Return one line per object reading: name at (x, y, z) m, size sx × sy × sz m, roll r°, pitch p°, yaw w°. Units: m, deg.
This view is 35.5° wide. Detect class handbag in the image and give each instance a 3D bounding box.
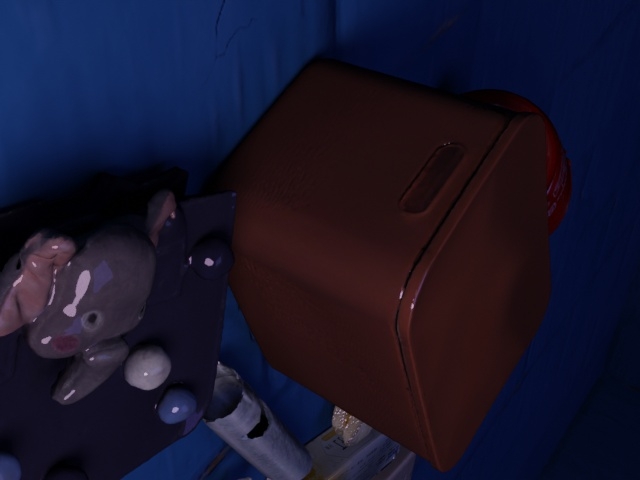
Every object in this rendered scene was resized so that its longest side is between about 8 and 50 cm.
handbag at (-0.180, 0.078, 0.688) m, size 0.325 × 0.118 × 0.269 m, roll -32°, pitch 140°, yaw -54°

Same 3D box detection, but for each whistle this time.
whistle at (-0.070, 0.213, 1.103) m, size 0.062 × 0.062 × 0.312 m, roll -57°, pitch 156°, yaw -16°

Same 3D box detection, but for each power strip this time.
power strip at (0.065, 0.410, 1.546) m, size 0.338 × 0.058 × 0.098 m, roll -25°, pitch 130°, yaw -61°

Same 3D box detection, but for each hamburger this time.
hamburger at (0.055, 0.224, 1.364) m, size 0.084 × 0.054 × 0.121 m, roll 48°, pitch 58°, yaw -68°

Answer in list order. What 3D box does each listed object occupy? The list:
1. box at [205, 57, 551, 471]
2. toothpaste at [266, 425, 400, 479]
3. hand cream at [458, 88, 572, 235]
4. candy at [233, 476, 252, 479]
box at (0.066, 0.020, 0.960) m, size 0.239 × 0.229 × 0.339 m, roll -53°, pitch 150°, yaw -23°
toothpaste at (0.029, 0.309, 1.391) m, size 0.313 × 0.071 × 0.089 m, roll -20°, pitch 129°, yaw -57°
hand cream at (0.208, -0.081, 1.227) m, size 0.193 × 0.193 × 0.125 m, roll -62°, pitch 155°, yaw -5°
candy at (-0.124, 0.399, 1.178) m, size 0.086 × 0.059 × 0.292 m, roll -30°, pitch 138°, yaw -50°
